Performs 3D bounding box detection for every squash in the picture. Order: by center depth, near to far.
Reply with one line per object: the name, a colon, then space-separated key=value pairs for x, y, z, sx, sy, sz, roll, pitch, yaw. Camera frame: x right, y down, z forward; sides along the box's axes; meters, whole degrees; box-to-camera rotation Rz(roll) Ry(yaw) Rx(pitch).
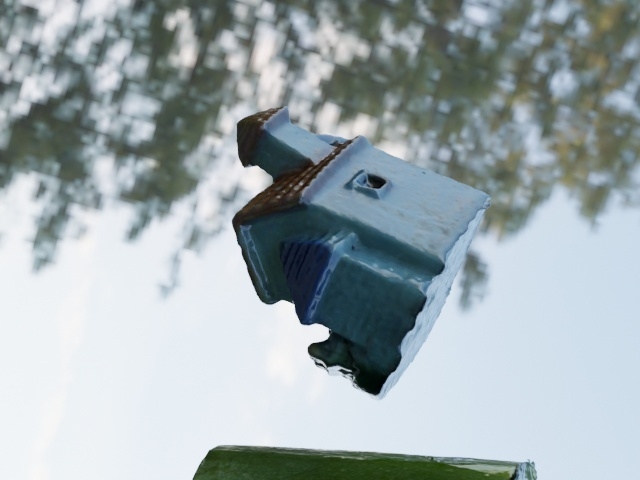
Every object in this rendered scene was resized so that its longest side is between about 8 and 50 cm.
squash: x=0.057 y=0.373 z=1.850 sx=0.263 sy=0.384 sz=0.263 roll=0 pitch=90 yaw=-70

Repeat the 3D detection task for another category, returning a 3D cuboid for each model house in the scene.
model house: x=0.000 y=0.000 z=1.925 sx=0.295 sy=0.329 sz=0.252 roll=-48 pitch=166 yaw=-56
